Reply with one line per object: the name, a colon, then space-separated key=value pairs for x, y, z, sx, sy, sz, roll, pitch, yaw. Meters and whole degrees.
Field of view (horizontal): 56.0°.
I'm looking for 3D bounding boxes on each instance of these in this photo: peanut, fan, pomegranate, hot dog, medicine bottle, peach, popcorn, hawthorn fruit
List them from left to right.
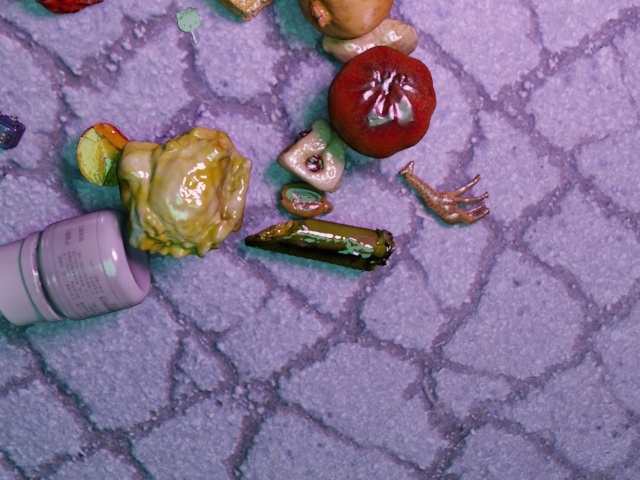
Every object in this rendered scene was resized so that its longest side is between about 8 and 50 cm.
medicine bottle: x=-0.589 y=0.070 z=1.438 sx=0.307 sy=0.245 sz=0.244 roll=-14 pitch=110 yaw=-2
peach: x=-0.512 y=-0.201 z=1.426 sx=0.151 sy=0.118 sz=0.151 roll=-30 pitch=142 yaw=-26
popcorn: x=-0.309 y=-0.114 z=1.402 sx=0.313 sy=0.312 sz=0.312 roll=-2 pitch=109 yaw=-7
fan: x=-0.303 y=-0.501 z=1.411 sx=0.056 sy=0.004 sz=0.083 roll=-18 pitch=110 yaw=-2
hot dog: x=-0.034 y=-0.104 z=1.556 sx=0.140 sy=0.060 sz=0.089 roll=3 pitch=96 yaw=-2
pomegranate: x=0.053 y=-0.551 z=1.289 sx=0.248 sy=0.248 sz=0.248 roll=-2 pitch=109 yaw=-7
peanut: x=0.119 y=-0.469 z=1.435 sx=0.230 sy=0.098 sz=0.103 roll=-12 pitch=72 yaw=-4
hawthorn fruit: x=0.143 y=-0.300 z=1.399 sx=0.254 sy=0.300 sz=0.253 roll=-1 pitch=79 yaw=6

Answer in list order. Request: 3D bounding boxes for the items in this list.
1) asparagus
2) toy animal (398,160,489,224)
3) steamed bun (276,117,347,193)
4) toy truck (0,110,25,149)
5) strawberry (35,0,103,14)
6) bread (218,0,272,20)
asparagus: x=0.000 y=0.000 z=1.567 sx=0.382 sy=0.108 sz=0.128 roll=11 pitch=142 yaw=-11
toy animal: x=0.330 y=-0.120 z=1.606 sx=0.276 sy=0.054 sz=0.149 roll=10 pitch=104 yaw=-10
steamed bun: x=-0.002 y=-0.216 z=1.482 sx=0.172 sy=0.141 sz=0.155 roll=28 pitch=98 yaw=-12
toy truck: x=-0.788 y=-0.285 z=1.373 sx=0.202 sy=0.088 sz=0.074 roll=31 pitch=101 yaw=-17
strawberry: x=-0.522 y=-0.599 z=1.274 sx=0.280 sy=0.150 sz=0.253 roll=22 pitch=105 yaw=-13
bread: x=-0.138 y=-0.619 z=1.334 sx=0.245 sy=0.121 sz=0.174 roll=-46 pitch=118 yaw=4
